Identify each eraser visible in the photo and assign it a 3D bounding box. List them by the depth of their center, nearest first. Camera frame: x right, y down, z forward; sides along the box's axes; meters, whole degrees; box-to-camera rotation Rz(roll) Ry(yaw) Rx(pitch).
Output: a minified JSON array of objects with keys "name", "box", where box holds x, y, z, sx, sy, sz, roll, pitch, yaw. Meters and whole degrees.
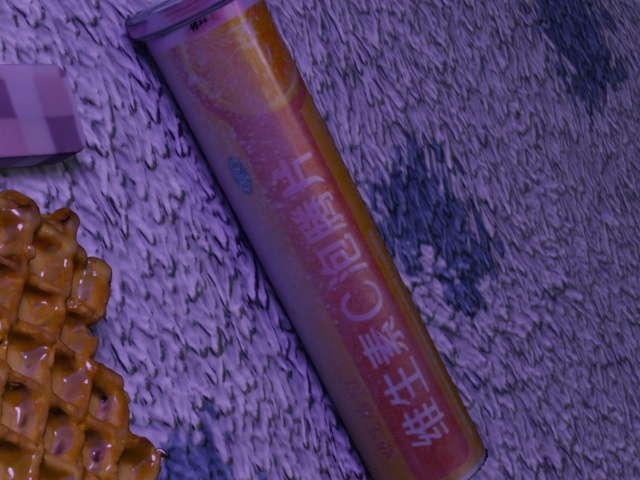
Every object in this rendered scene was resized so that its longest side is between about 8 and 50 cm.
[{"name":"eraser","box":[-0.200,-0.081,1.145,0.105,0.026,0.065,-8,77,-58]}]

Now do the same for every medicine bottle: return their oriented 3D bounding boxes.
[{"name":"medicine bottle","box":[0.000,0.000,1.329,0.426,0.108,0.108,62,33,-14]}]

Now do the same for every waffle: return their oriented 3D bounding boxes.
[{"name":"waffle","box":[-0.175,0.102,1.056,0.253,0.056,0.249,59,34,-14]}]
